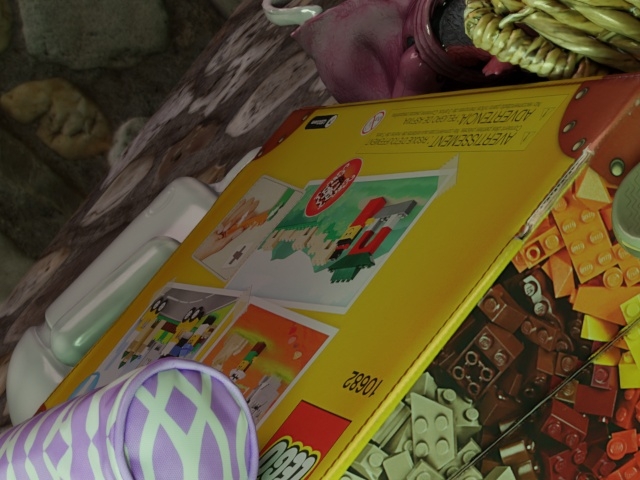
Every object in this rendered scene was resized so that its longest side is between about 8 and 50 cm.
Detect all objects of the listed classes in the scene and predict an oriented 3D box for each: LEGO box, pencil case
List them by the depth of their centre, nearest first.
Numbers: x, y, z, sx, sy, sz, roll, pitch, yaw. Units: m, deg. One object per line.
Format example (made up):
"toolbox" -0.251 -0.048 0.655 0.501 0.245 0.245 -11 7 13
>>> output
"pencil case" -0.114 0.122 0.702 0.206 0.086 0.088 -30 59 48
"LEGO box" 0.021 0.106 0.875 0.372 0.193 0.500 -51 18 -11

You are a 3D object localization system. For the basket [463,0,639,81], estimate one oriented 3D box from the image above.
"basket" 0.243 -0.152 0.875 0.223 0.213 0.299 -32 17 24

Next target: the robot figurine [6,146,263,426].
"robot figurine" -0.121 0.088 1.217 0.353 0.200 0.300 -46 -27 -4

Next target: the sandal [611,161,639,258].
"sandal" 0.200 -0.050 0.599 0.180 0.049 0.072 -25 38 26

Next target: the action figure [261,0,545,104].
"action figure" 0.121 -0.184 1.191 0.248 0.275 0.370 -41 4 -1
